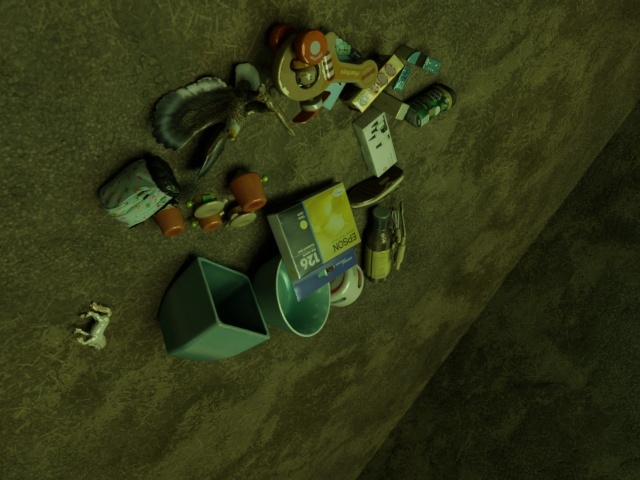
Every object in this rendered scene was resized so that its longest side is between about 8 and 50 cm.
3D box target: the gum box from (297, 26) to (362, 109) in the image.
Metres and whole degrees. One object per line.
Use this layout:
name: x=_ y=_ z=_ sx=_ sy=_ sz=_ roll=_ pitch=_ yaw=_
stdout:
gum box: x=0.016 y=-0.486 z=1.567 sx=0.157 sy=0.041 sz=0.184 roll=15 pitch=112 yaw=-49

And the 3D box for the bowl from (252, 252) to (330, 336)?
bowl: x=-0.116 y=0.176 z=1.874 sx=0.311 sy=0.163 sz=0.311 roll=23 pitch=62 yaw=-54

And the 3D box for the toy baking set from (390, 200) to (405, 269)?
toy baking set: x=0.298 y=-0.017 z=2.164 sx=0.030 sy=0.196 sz=0.256 roll=-1 pitch=132 yaw=-8

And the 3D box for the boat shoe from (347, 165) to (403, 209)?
boat shoe: x=0.203 y=-0.169 z=1.999 sx=0.257 sy=0.095 sz=0.095 roll=-30 pitch=146 yaw=-22

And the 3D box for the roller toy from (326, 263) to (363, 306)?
roller toy: x=0.053 y=0.141 z=2.041 sx=0.209 sy=0.191 sz=0.146 roll=-56 pitch=148 yaw=2

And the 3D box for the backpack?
backpack: x=-0.452 y=-0.120 z=1.372 sx=0.182 sy=0.152 sz=0.115 roll=-35 pitch=138 yaw=4

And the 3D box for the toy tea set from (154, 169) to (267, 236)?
toy tea set: x=-0.308 y=-0.114 z=1.559 sx=0.336 sy=0.124 sz=0.200 roll=-11 pitch=160 yaw=-43

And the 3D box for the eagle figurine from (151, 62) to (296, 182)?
eagle figurine: x=-0.249 y=-0.302 z=1.393 sx=0.298 sy=0.225 sz=0.226 roll=-22 pitch=100 yaw=13

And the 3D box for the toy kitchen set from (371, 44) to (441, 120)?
toy kitchen set: x=0.295 y=-0.495 z=1.767 sx=0.166 sy=0.122 sz=0.207 roll=2 pitch=122 yaw=-45

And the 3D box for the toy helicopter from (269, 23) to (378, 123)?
toy helicopter: x=0.021 y=-0.437 z=1.475 sx=0.355 sy=0.140 sz=0.234 roll=-11 pitch=119 yaw=-40

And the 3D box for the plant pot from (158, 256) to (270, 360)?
plant pot: x=-0.356 y=0.244 z=1.708 sx=0.252 sy=0.247 sz=0.247 roll=-36 pitch=146 yaw=16

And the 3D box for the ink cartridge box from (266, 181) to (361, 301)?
ink cartridge box: x=0.000 y=0.000 z=1.816 sx=0.304 sy=0.072 sz=0.307 roll=-30 pitch=106 yaw=-37

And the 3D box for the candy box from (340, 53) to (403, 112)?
candy box: x=0.153 y=-0.473 z=1.651 sx=0.053 sy=0.109 sz=0.186 roll=39 pitch=93 yaw=-24

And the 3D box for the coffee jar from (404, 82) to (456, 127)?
coffee jar: x=0.377 y=-0.468 z=1.894 sx=0.184 sy=0.096 sz=0.079 roll=-34 pitch=144 yaw=-19

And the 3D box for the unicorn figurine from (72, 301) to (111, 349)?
unicorn figurine: x=-0.648 y=0.259 z=1.573 sx=0.162 sy=0.060 sz=0.111 roll=-54 pitch=142 yaw=9

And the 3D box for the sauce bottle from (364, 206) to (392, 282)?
sauce bottle: x=0.233 y=0.019 z=2.181 sx=0.111 sy=0.111 sz=0.344 roll=-27 pitch=140 yaw=-25

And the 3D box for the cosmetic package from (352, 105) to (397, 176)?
cosmetic package: x=0.188 y=-0.330 z=1.863 sx=0.099 sy=0.060 sz=0.239 roll=-40 pitch=142 yaw=-9
